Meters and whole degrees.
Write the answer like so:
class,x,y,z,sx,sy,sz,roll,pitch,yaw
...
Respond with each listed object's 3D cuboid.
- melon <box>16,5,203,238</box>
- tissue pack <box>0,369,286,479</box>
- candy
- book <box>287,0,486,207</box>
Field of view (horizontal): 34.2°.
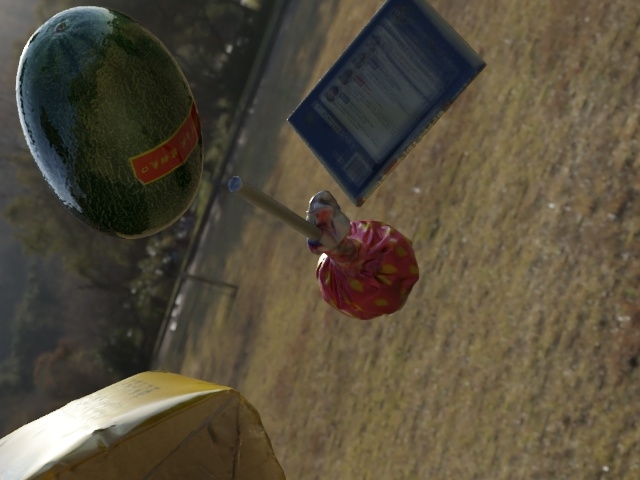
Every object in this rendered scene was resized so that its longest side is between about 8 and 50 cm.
class,x,y,z,sx,sy,sz,roll,pitch,yaw
melon,-0.215,-0.111,1.098,0.288,0.182,0.182,80,-168,-47
tissue pack,-0.228,0.298,1.191,0.228,0.293,0.382,68,160,-6
candy,0.000,0.000,1.110,0.124,0.365,0.124,-9,69,26
book,0.103,-0.245,1.741,0.322,0.018,0.228,-47,62,20
